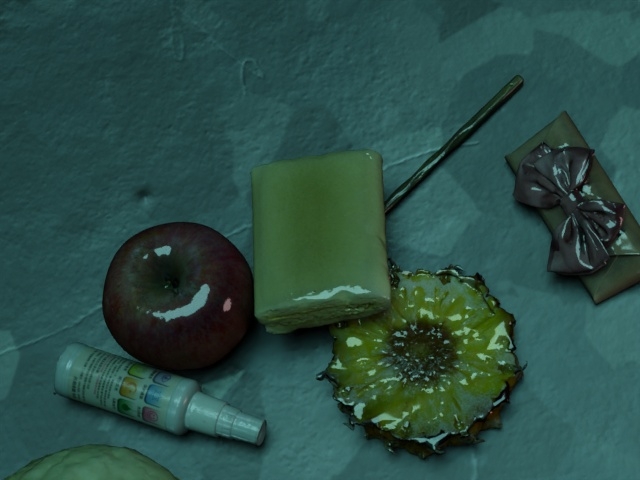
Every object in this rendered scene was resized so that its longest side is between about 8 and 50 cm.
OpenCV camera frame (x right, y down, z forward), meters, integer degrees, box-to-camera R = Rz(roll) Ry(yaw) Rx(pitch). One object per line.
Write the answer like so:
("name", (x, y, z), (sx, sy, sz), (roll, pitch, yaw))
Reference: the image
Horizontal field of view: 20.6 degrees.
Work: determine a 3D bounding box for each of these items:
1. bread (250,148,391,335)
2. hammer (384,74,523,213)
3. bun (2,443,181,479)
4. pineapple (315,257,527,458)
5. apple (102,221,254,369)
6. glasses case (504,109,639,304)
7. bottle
("bread", (0.000, 0.000, 1.731), (0.139, 0.060, 0.178), (-7, 56, 10))
("hammer", (0.107, -0.069, 1.799), (0.292, 0.029, 0.058), (-43, 68, -11))
("bun", (-0.214, 0.350, 1.567), (0.348, 0.227, 0.353), (12, 68, 17))
("pineapple", (0.096, 0.112, 1.715), (0.221, 0.047, 0.221), (-3, 63, 6))
("apple", (-0.138, 0.056, 1.737), (0.153, 0.120, 0.153), (-5, 58, 8))
("glasses case", (0.245, -0.034, 1.733), (0.102, 0.070, 0.193), (-28, 65, -1))
("bottle", (-0.156, 0.157, 1.729), (0.217, 0.060, 0.060), (17, 71, 18))
